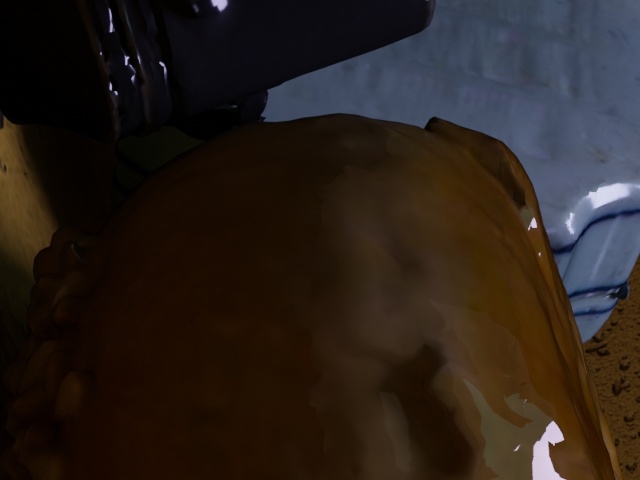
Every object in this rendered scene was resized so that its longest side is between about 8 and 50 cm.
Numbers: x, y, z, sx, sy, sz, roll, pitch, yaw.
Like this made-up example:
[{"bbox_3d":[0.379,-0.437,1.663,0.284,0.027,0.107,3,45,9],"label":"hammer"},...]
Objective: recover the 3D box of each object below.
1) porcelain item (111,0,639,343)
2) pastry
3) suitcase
[{"bbox_3d":[0.040,-0.073,1.094,0.157,0.286,0.281,109,-9,-45],"label":"porcelain item"},{"bbox_3d":[0.008,0.139,0.817,0.409,0.245,0.410,-15,90,-81],"label":"pastry"},{"bbox_3d":[-0.109,-0.244,0.808,0.283,0.194,0.434,15,-54,69],"label":"suitcase"}]
